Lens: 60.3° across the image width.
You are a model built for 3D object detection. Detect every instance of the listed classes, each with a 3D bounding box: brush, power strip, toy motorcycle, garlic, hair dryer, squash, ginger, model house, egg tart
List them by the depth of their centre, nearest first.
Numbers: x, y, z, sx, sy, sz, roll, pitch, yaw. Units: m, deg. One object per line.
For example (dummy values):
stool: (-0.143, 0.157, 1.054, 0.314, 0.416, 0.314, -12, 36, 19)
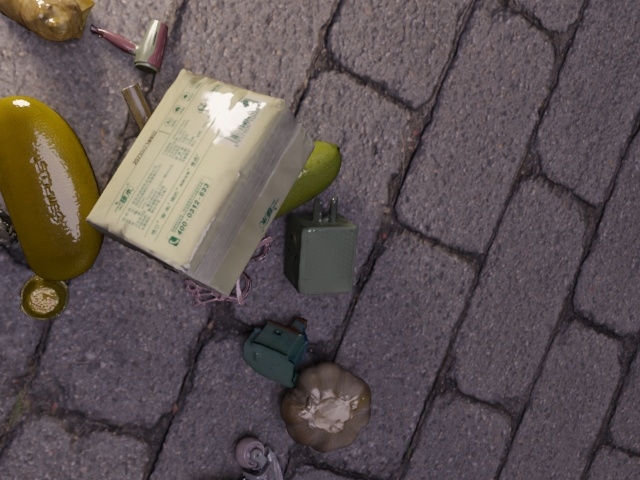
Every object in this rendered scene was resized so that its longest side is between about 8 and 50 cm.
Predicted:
ginger: (-0.563, -0.461, 1.074, 0.193, 0.123, 0.115, 20, 110, -15)
hair dryer: (-0.408, -0.426, 1.166, 0.154, 0.054, 0.106, 12, 88, -16)
egg tart: (-0.590, 0.124, 1.176, 0.105, 0.039, 0.105, -3, 99, -21)
brush: (-0.366, -0.220, 1.215, 0.043, 0.036, 0.248, -25, 111, -10)
squash: (-0.056, -0.147, 1.278, 0.247, 0.132, 0.133, -28, 105, -14)
power strip: (0.000, 0.000, 1.296, 0.139, 0.140, 0.225, -2, 107, -19)
model house: (-0.090, 0.249, 1.334, 0.149, 0.148, 0.120, -51, 155, -44)
garlic: (0.013, 0.411, 1.366, 0.227, 0.152, 0.228, -1, 98, -11)
toy motorcycle: (-0.135, 0.599, 1.377, 0.112, 0.112, 0.254, -23, 103, -15)

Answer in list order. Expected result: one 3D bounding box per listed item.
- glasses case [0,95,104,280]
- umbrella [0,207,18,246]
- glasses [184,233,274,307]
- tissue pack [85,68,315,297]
glasses case: (-0.542, -0.105, 1.109, 0.173, 0.141, 0.372, -17, 103, -17)
umbrella: (-0.775, 0.035, 1.066, 0.357, 0.113, 0.106, -21, 76, -11)
glasses: (-0.215, 0.050, 1.272, 0.162, 0.095, 0.256, 26, 86, -12)
tissue pack: (-0.234, -0.119, 1.099, 0.381, 0.297, 0.207, -60, 154, -11)
